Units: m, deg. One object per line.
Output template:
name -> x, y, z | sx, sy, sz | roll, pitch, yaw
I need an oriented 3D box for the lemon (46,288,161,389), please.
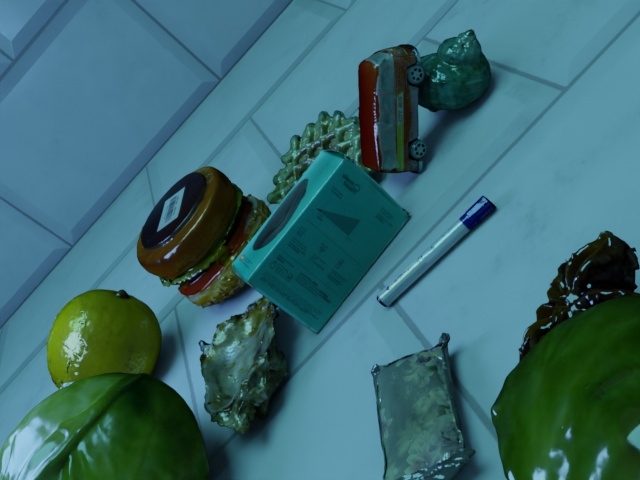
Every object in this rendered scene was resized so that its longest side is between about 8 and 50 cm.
lemon -> -0.547, 0.270, 1.837 | 0.297, 0.297, 0.297 | -36, 31, 25

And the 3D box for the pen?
pen -> 0.204, 0.021, 1.305 | 0.269, 0.033, 0.033 | -44, 28, 12

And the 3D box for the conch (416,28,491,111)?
conch -> 0.273, -0.360, 1.557 | 0.202, 0.134, 0.196 | -37, 45, 32

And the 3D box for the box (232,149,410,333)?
box -> 0.000, 0.000, 1.450 | 0.311, 0.205, 0.118 | -52, 30, -1

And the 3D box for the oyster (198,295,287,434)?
oyster -> -0.135, 0.240, 1.464 | 0.221, 0.096, 0.361 | -47, 26, 10

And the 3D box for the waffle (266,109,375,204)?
waffle -> 0.009, -0.164, 1.710 | 0.309, 0.056, 0.292 | 29, 90, 48

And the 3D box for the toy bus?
toy bus -> 0.145, -0.271, 1.521 | 0.119, 0.265, 0.121 | -10, 18, -22

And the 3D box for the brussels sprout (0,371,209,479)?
brussels sprout -> -0.392, 0.422, 1.348 | 0.361, 0.342, 0.425 | -54, 38, 7

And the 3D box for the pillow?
pillow -> 0.147, 0.261, 1.067 | 0.169, 0.059, 0.255 | -35, 29, 25

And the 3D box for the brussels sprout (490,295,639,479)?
brussels sprout -> 0.300, 0.228, 0.649 | 0.314, 0.275, 0.371 | -32, 33, 36

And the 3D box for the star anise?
star anise -> 0.333, 0.103, 0.903 | 0.220, 0.125, 0.190 | -59, -12, 4

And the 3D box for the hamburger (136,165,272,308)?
hamburger -> -0.279, -0.004, 1.815 | 0.330, 0.250, 0.330 | -32, 36, 27
